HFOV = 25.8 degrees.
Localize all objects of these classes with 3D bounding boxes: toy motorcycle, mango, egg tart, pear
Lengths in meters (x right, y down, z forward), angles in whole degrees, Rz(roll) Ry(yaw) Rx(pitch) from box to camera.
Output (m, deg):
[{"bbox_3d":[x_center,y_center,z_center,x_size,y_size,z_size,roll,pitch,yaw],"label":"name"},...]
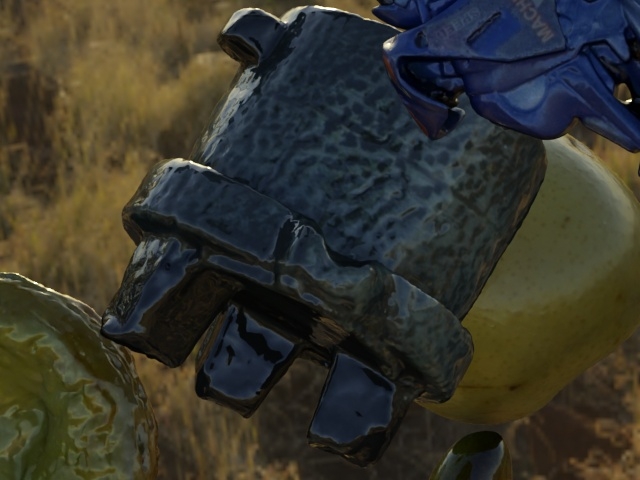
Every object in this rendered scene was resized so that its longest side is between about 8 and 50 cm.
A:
[{"bbox_3d":[0.105,-0.091,0.662,0.205,0.114,0.076,18,6,14],"label":"toy motorcycle"},{"bbox_3d":[0.153,0.328,1.442,0.133,0.268,0.111,2,2,-41],"label":"mango"},{"bbox_3d":[-0.290,0.174,1.151,0.314,0.315,0.120,-13,-5,-15],"label":"egg tart"},{"bbox_3d":[0.180,0.027,1.504,0.348,0.348,0.348,-5,25,2],"label":"pear"}]

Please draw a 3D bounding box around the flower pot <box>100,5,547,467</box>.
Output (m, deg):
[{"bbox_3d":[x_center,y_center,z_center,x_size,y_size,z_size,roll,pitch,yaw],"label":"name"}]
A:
[{"bbox_3d":[0.000,0.000,1.018,0.299,0.299,0.283,21,76,43],"label":"flower pot"}]
